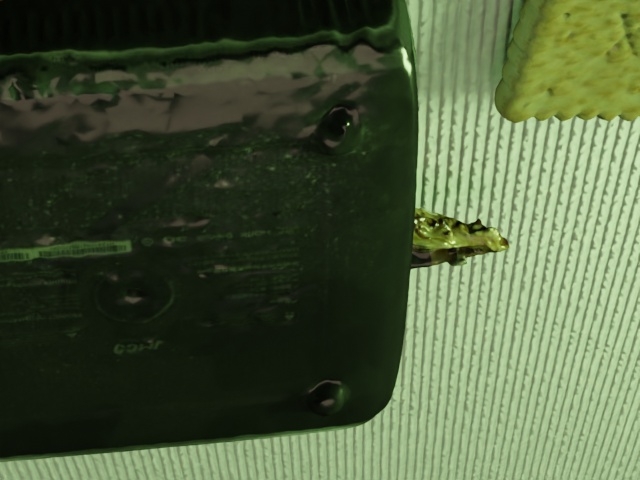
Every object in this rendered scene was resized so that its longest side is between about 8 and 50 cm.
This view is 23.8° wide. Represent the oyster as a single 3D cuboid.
[{"bbox_3d":[0.000,-0.001,1.388,0.345,0.079,0.129,-3,151,2],"label":"oyster"}]

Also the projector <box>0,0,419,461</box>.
[{"bbox_3d":[-0.137,-0.042,1.095,0.395,0.242,0.405,-4,136,-5],"label":"projector"}]

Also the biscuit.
[{"bbox_3d":[0.312,-0.174,1.224,0.324,0.044,0.217,-2,145,-12],"label":"biscuit"}]
